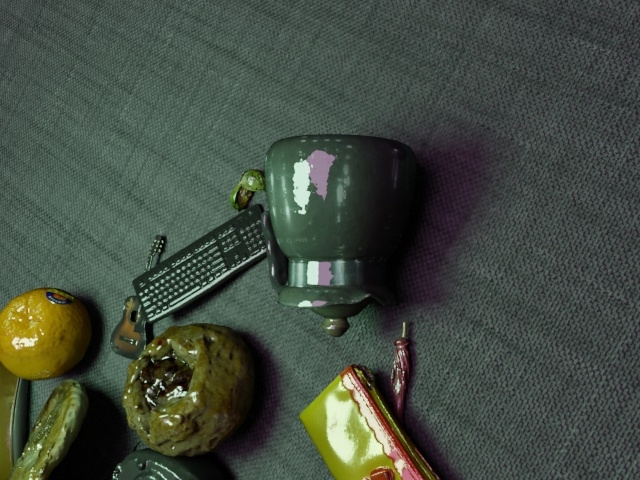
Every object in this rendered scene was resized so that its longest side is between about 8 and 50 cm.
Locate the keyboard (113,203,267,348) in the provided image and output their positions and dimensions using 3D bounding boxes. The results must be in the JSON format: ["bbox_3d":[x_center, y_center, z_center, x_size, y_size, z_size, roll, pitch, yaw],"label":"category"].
[{"bbox_3d":[-0.246,0.069,1.457,0.381,0.041,0.103,-34,64,17],"label":"keyboard"}]

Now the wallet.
[{"bbox_3d":[0.071,0.308,1.199,0.141,0.067,0.241,-51,57,25],"label":"wallet"}]

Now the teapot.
[{"bbox_3d":[-0.007,-0.001,1.239,0.305,0.223,0.285,-1,87,29],"label":"teapot"}]

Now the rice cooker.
[{"bbox_3d":[-0.247,0.405,1.361,0.203,0.118,0.142,10,86,30],"label":"rice cooker"}]

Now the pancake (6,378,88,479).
[{"bbox_3d":[-0.504,0.403,1.452,0.356,0.065,0.356,-55,13,20],"label":"pancake"}]

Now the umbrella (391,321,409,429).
[{"bbox_3d":[0.117,0.201,1.227,0.027,0.025,0.165,2,83,15],"label":"umbrella"}]

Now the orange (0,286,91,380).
[{"bbox_3d":[-0.515,0.173,1.556,0.178,0.155,0.177,3,56,-5],"label":"orange"}]

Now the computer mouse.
[{"bbox_3d":[-0.646,0.374,1.653,0.158,0.072,0.310,-10,74,29],"label":"computer mouse"}]

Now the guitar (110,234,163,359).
[{"bbox_3d":[-0.324,0.103,1.528,0.088,0.025,0.233,12,86,33],"label":"guitar"}]

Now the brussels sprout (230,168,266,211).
[{"bbox_3d":[-0.125,-0.090,1.428,0.083,0.046,0.051,-37,44,23],"label":"brussels sprout"}]

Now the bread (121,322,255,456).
[{"bbox_3d":[-0.215,0.233,1.340,0.230,0.123,0.230,-13,51,17],"label":"bread"}]
